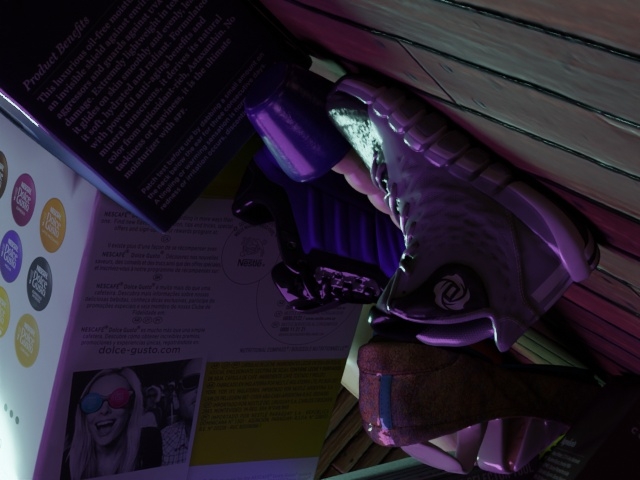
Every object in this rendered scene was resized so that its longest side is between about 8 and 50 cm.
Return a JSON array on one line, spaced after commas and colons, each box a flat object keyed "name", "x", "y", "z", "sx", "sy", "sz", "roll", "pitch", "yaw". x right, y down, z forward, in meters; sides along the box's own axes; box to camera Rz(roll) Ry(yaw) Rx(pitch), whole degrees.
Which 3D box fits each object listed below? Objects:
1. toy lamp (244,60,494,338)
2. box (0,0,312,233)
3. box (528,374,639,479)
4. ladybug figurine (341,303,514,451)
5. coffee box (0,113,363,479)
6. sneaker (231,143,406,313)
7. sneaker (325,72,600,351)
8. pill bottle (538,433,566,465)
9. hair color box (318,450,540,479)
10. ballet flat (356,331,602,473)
[{"name": "toy lamp", "x": 0.056, "y": -0.030, "z": 1.165, "sx": 0.274, "sy": 0.080, "sz": 0.080, "roll": 38, "pitch": 177, "yaw": -25}, {"name": "box", "x": -0.213, "y": -0.190, "z": 1.197, "sx": 0.294, "sy": 0.183, "sz": 0.296, "roll": 44, "pitch": 174, "yaw": -30}, {"name": "box", "x": 0.218, "y": 0.319, "z": 1.336, "sx": 0.191, "sy": 0.381, "sz": 0.143, "roll": 40, "pitch": 174, "yaw": -1}, {"name": "ladybug figurine", "x": 0.170, "y": 0.204, "z": 2.073, "sx": 0.305, "sy": 0.162, "sz": 0.449, "roll": 35, "pitch": 173, "yaw": 46}, {"name": "coffee box", "x": -0.187, "y": 0.045, "z": 1.633, "sx": 0.338, "sy": 0.334, "sz": 0.337, "roll": 2, "pitch": -159, "yaw": -37}, {"name": "sneaker", "x": 0.041, "y": 0.017, "z": 1.347, "sx": 0.293, "sy": 0.146, "sz": 0.102, "roll": 39, "pitch": 176, "yaw": 25}, {"name": "sneaker", "x": 0.056, "y": -0.009, "z": 1.017, "sx": 0.228, "sy": 0.132, "sz": 0.086, "roll": 37, "pitch": 175, "yaw": 34}, {"name": "pill bottle", "x": 0.292, "y": 0.279, "z": 1.597, "sx": 0.188, "sy": 0.188, "sz": 0.334, "roll": 41, "pitch": 175, "yaw": -17}, {"name": "hair color box", "x": 0.093, "y": 0.285, "z": 1.617, "sx": 0.339, "sy": 0.185, "sz": 0.110, "roll": 142, "pitch": 114, "yaw": -75}, {"name": "ballet flat", "x": 0.145, "y": 0.154, "z": 1.417, "sx": 0.123, "sy": 0.123, "sz": 0.348, "roll": 37, "pitch": -168, "yaw": 35}]
